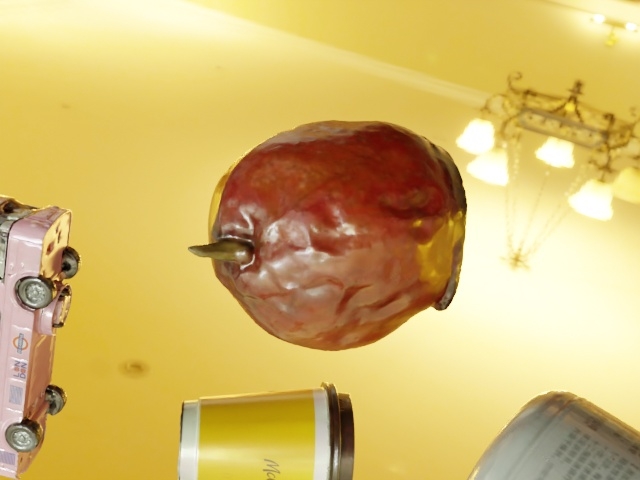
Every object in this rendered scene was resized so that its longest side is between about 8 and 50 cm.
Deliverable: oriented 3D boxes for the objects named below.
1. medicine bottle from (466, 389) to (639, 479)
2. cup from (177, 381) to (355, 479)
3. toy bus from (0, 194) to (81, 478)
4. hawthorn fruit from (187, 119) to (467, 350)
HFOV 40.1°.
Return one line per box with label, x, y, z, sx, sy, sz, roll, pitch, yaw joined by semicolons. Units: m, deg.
medicine bottle;0.317;0.332;0.938;0.306;0.245;0.245;33;-151;30
cup;-0.083;0.320;1.389;0.279;0.196;0.196;3;-155;-7
toy bus;-0.222;0.068;0.609;0.090;0.203;0.063;14;-158;0
hawthorn fruit;0.000;0.000;0.693;0.251;0.189;0.189;-19;-141;-42
